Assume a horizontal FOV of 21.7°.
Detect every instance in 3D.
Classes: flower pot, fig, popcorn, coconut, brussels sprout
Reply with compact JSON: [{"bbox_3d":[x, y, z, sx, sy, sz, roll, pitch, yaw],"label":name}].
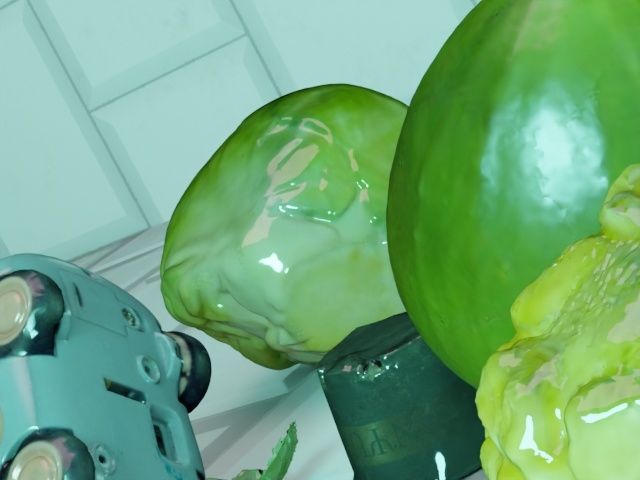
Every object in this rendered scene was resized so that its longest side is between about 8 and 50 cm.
[{"bbox_3d":[0.069,0.111,1.229,0.157,0.107,0.157,-29,8,5],"label":"flower pot"},{"bbox_3d":[0.184,-0.046,1.085,0.316,0.316,0.316,-27,9,5],"label":"fig"},{"bbox_3d":[0.191,0.073,0.819,0.250,0.190,0.250,-14,40,12],"label":"popcorn"},{"bbox_3d":[-0.089,0.204,1.322,0.158,0.055,0.133,-22,12,41],"label":"coconut"},{"bbox_3d":[0.000,0.000,1.641,0.344,0.268,0.344,-39,22,19],"label":"brussels sprout"}]

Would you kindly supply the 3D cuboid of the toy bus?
[{"bbox_3d":[-0.204,0.169,1.222,0.232,0.288,0.194,-36,-36,24],"label":"toy bus"}]
